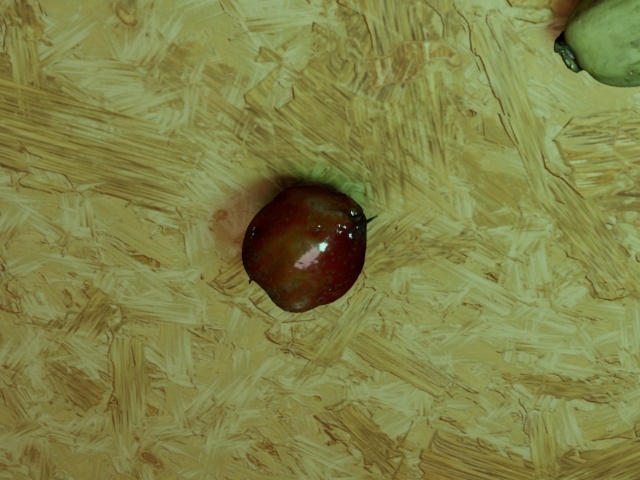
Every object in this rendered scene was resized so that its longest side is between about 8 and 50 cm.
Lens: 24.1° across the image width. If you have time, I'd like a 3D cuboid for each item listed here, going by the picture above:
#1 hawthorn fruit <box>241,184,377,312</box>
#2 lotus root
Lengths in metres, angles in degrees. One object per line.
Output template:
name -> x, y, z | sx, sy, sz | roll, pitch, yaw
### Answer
hawthorn fruit -> 0.000, 0.000, 2.172 | 0.235, 0.181, 0.181 | -27, 122, 34
lotus root -> 0.406, -0.260, 1.832 | 0.257, 0.140, 0.154 | -20, 119, 39
